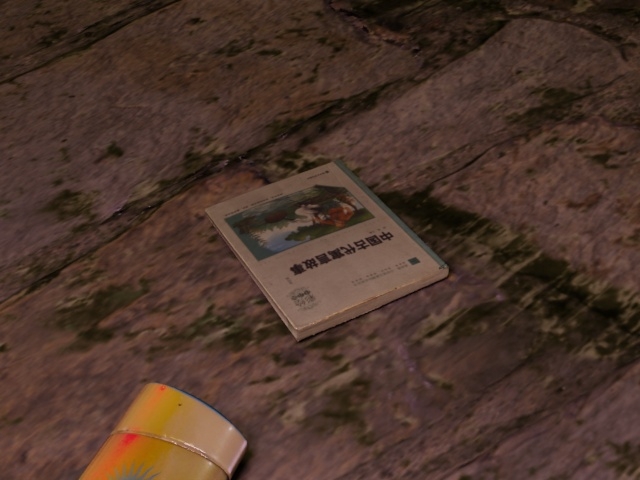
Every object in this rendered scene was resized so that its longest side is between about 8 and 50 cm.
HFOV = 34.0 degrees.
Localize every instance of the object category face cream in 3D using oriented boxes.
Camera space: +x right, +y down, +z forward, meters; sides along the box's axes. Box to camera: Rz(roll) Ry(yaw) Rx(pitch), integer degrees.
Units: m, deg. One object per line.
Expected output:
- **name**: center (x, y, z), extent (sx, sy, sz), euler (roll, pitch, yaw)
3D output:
- **face cream**: center (-0.178, 0.260, 0.996), extent (0.139, 0.067, 0.285), euler (13, 44, 18)

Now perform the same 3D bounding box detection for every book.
- **book**: center (0.000, 0.000, 1.314), extent (0.215, 0.025, 0.282), euler (-22, 41, -19)
